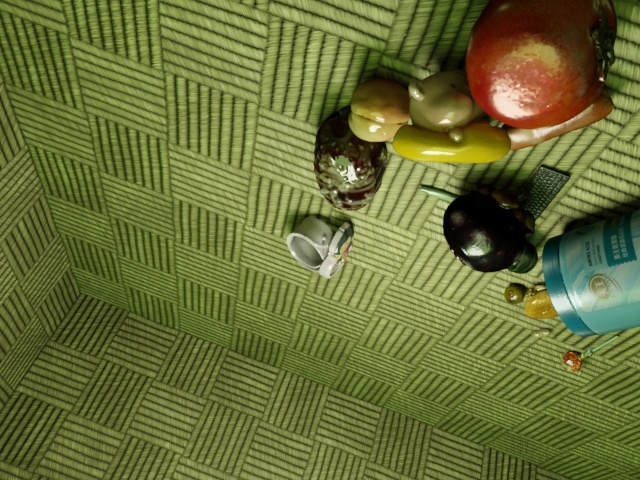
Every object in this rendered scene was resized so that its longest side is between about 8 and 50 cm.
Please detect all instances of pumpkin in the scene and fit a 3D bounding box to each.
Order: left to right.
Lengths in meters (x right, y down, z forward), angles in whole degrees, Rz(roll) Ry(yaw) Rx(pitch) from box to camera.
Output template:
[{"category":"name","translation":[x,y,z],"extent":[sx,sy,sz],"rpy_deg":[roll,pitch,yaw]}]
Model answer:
[{"category":"pumpkin","translation":[0.648,0.047,1.859],"extent":[0.167,0.167,0.125],"rpy_deg":[22,103,-1]}]

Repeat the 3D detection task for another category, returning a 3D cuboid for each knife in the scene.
[{"category":"knife","translation":[0.466,-0.126,1.826],"extent":[0.293,0.020,0.043],"rpy_deg":[17,137,3]}]

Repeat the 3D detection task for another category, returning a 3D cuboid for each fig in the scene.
[{"category":"fig","translation":[0.738,0.207,2.079],"extent":[0.074,0.074,0.088],"rpy_deg":[-14,154,39]}]

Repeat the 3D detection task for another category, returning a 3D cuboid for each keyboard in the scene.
[{"category":"keyboard","translation":[0.669,-0.116,1.738],"extent":[0.101,0.018,0.310],"rpy_deg":[21,144,2]}]

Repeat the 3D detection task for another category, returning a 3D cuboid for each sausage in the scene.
[{"category":"sausage","translation":[0.615,-0.317,1.454],"extent":[0.300,0.083,0.089],"rpy_deg":[-16,136,44]}]

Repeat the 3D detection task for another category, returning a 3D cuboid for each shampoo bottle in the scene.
[{"category":"shampoo bottle","translation":[0.901,0.093,1.625],"extent":[0.331,0.331,0.342],"rpy_deg":[41,139,-24]}]

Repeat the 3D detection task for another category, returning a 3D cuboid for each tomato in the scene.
[{"category":"tomato","translation":[0.490,-0.419,1.227],"extent":[0.289,0.293,0.325],"rpy_deg":[10,150,40]}]

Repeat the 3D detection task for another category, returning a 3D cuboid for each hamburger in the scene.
[{"category":"hamburger","translation":[0.826,0.227,2.028],"extent":[0.147,0.083,0.138],"rpy_deg":[0,128,1]}]

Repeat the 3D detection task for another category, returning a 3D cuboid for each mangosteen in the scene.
[{"category":"mangosteen","translation":[0.528,-0.042,1.709],"extent":[0.287,0.288,0.233],"rpy_deg":[0,137,27]}]

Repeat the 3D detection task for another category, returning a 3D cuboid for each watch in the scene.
[{"category":"watch","translation":[0.000,0.000,2.133],"extent":[0.231,0.196,0.244],"rpy_deg":[34,148,19]}]

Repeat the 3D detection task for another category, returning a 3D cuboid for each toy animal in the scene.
[{"category":"toy animal","translation":[0.370,-0.324,1.424],"extent":[0.277,0.345,0.247],"rpy_deg":[11,102,42]}]

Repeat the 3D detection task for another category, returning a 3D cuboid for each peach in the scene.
[{"category":"peach","translation":[0.169,-0.365,1.545],"extent":[0.184,0.184,0.184],"rpy_deg":[14,144,10]}]

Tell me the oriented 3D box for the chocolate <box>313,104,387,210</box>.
[{"category":"chocolate","translation":[0.083,-0.229,1.730],"extent":[0.225,0.210,0.340],"rpy_deg":[8,142,14]}]

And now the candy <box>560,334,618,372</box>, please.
[{"category":"candy","translation":[1.096,0.455,2.229],"extent":[0.084,0.078,0.288],"rpy_deg":[31,135,-7]}]

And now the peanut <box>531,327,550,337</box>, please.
[{"category":"peanut","translation":[0.901,0.380,2.246],"extent":[0.037,0.037,0.083],"rpy_deg":[37,140,-20]}]
